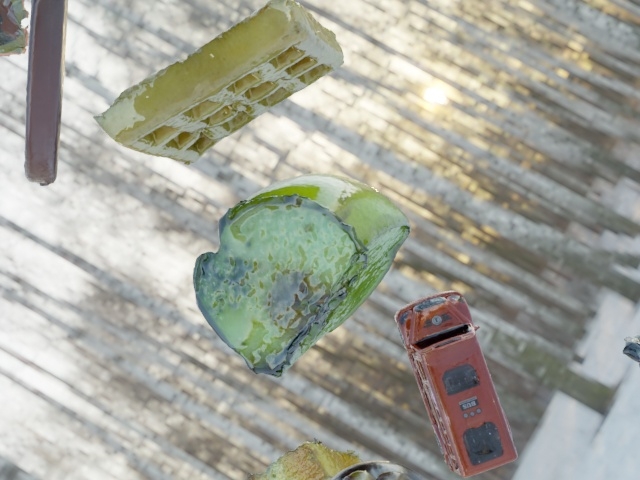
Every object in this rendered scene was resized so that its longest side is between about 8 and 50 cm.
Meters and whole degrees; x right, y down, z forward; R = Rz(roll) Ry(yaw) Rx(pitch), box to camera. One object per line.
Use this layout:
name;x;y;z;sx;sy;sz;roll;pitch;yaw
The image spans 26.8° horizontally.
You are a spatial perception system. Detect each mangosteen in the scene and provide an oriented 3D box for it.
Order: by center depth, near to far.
mangosteen;0.061;0.274;1.325;0.140;0.140;0.140;-58;-9;-14

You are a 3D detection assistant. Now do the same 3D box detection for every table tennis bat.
table tennis bat;-0.214;-0.227;1.084;0.414;0.051;0.268;104;165;-44

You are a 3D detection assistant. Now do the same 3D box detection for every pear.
pear;0.000;0.000;1.567;0.255;0.164;0.238;-34;-18;-53

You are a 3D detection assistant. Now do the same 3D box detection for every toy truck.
toy truck;0.195;0.202;1.905;0.107;0.252;0.114;-20;4;-2

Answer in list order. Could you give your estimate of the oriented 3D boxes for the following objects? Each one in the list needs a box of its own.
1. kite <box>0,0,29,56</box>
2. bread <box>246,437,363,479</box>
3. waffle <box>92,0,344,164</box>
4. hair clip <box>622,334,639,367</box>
kite;-0.512;-0.334;1.680;0.013;0.327;0.377;-67;6;-30
bread;-0.008;0.304;1.662;0.103;0.065;0.187;-38;-34;13
waffle;-0.102;-0.169;1.473;0.248;0.055;0.221;-31;-8;11
hair clip;0.390;0.144;1.225;0.106;0.292;0.084;-10;-70;-36
